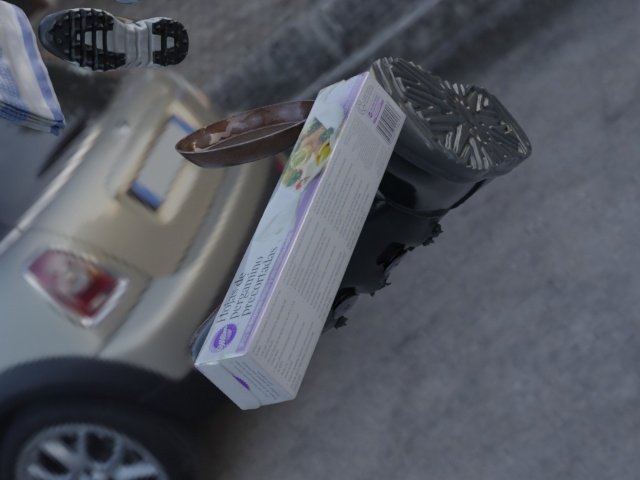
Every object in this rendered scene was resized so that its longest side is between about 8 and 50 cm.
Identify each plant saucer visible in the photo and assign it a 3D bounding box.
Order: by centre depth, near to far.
[{"bbox_3d":[-0.074,-0.113,1.385,0.168,0.029,0.168,-14,17,4],"label":"plant saucer"}]

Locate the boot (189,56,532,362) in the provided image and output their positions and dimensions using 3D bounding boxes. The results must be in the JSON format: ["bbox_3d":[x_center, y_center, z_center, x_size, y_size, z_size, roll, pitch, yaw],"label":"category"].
[{"bbox_3d":[0.001,0.000,1.450,0.445,0.146,0.367,-39,-20,23],"label":"boot"}]

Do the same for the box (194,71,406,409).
[{"bbox_3d":[-0.010,-0.009,1.077,0.063,0.067,0.324,-17,39,41],"label":"box"}]

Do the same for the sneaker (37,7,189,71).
[{"bbox_3d":[-0.282,-0.253,1.626,0.106,0.078,0.234,5,8,37],"label":"sneaker"}]

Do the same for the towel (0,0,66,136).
[{"bbox_3d":[-0.439,-0.252,1.604,0.034,0.209,0.285,-30,-20,18],"label":"towel"}]

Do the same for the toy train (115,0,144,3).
[{"bbox_3d":[-0.206,-0.388,1.191,0.142,0.334,0.190,-16,-12,-8],"label":"toy train"}]
